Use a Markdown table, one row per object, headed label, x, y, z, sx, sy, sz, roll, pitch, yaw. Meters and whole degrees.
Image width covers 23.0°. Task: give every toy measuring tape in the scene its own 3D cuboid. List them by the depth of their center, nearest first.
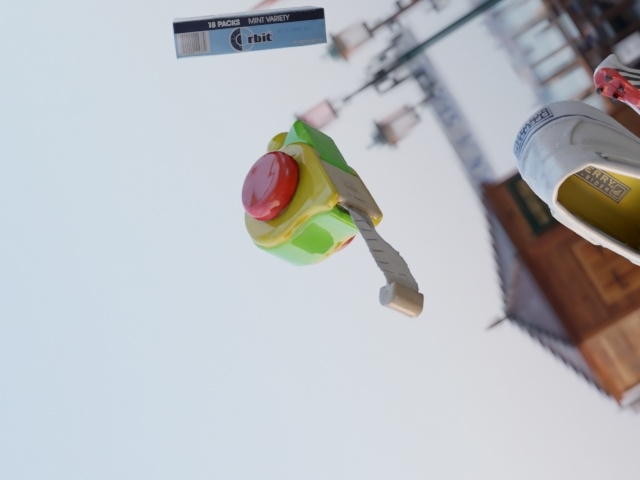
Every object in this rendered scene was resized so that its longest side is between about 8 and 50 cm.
| label | x | y | z | sx | sy | sz | roll | pitch | yaw |
| --- | --- | --- | --- | --- | --- | --- | --- | --- | --- |
| toy measuring tape | 0.000 | 0.000 | 1.464 | 0.121 | 0.121 | 0.330 | 50 | -173 | -37 |

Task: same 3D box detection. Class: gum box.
| label | x | y | z | sx | sy | sz | roll | pitch | yaw |
| --- | --- | --- | --- | --- | --- | --- | --- | --- | --- |
| gum box | -0.079 | -0.225 | 1.688 | 0.184 | 0.157 | 0.041 | -119 | 23 | -79 |

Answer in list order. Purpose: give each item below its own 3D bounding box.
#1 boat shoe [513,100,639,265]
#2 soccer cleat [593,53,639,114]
| label | x | y | z | sx | sy | sz | roll | pitch | yaw |
| --- | --- | --- | --- | --- | --- | --- | --- | --- | --- |
| boat shoe | 0.351 | -0.001 | 1.461 | 0.367 | 0.136 | 0.156 | 28 | -156 | -23 |
| soccer cleat | 0.230 | -0.101 | 1.105 | 0.083 | 0.029 | 0.035 | 32 | -132 | -2 |
